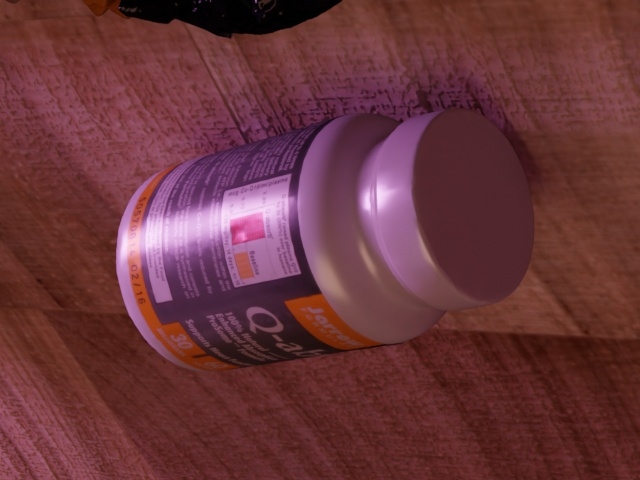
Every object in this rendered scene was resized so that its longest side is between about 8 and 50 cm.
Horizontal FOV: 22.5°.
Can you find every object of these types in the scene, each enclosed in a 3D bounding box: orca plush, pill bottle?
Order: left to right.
[{"bbox_3d":[-0.037,-0.179,0.988,0.287,0.102,0.151,-16,125,44],"label":"orca plush"},{"bbox_3d":[0.000,0.000,1.131,0.278,0.162,0.162,-12,128,42],"label":"pill bottle"}]

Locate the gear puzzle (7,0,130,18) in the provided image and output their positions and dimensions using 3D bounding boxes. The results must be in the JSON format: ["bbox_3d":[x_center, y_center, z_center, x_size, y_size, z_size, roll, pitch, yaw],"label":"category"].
[{"bbox_3d":[-0.273,-0.235,1.121,0.338,0.044,0.175,27,144,2],"label":"gear puzzle"}]
